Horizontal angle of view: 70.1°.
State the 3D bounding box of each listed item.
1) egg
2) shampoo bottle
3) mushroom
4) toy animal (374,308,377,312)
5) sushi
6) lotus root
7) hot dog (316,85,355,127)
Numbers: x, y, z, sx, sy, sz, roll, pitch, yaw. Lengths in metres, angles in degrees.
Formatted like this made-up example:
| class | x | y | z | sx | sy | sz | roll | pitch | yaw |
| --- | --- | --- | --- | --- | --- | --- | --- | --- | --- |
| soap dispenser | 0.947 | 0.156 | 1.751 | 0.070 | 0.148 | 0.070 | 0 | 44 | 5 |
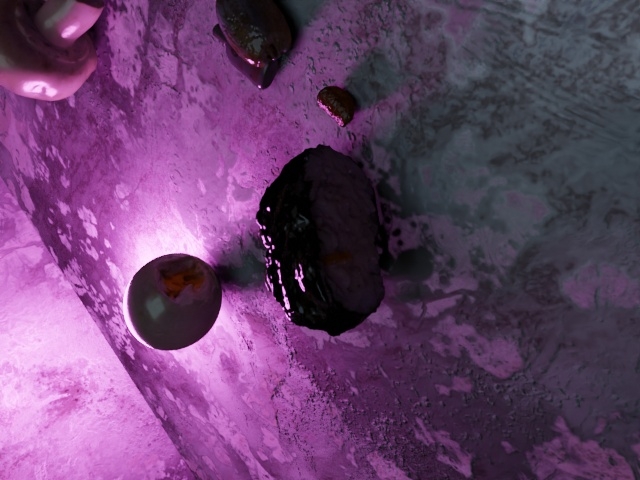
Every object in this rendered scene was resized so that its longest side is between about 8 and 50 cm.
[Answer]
| class | x | y | z | sx | sy | sz | roll | pitch | yaw |
| --- | --- | --- | --- | --- | --- | --- | --- | --- | --- |
| egg | -0.451 | 0.196 | 1.385 | 0.278 | 0.278 | 0.336 | 48 | 132 | 9 |
| shampoo bottle | -0.158 | -0.389 | 0.939 | 0.165 | 0.040 | 0.080 | 43 | 136 | 12 |
| mushroom | -0.715 | -0.549 | 1.190 | 0.336 | 0.314 | 0.315 | -31 | 92 | 24 |
| toy animal | -0.021 | 0.060 | 1.044 | 0.343 | 0.106 | 0.169 | 32 | 133 | 29 |
| sushi | 0.000 | 0.000 | 0.849 | 0.170 | 0.210 | 0.350 | -29 | 64 | 45 |
| lotus root | -0.135 | -0.417 | 0.855 | 0.113 | 0.088 | 0.192 | -36 | 89 | 8 |
| hot dog | 0.031 | -0.252 | 0.853 | 0.083 | 0.035 | 0.058 | 47 | 137 | 11 |
